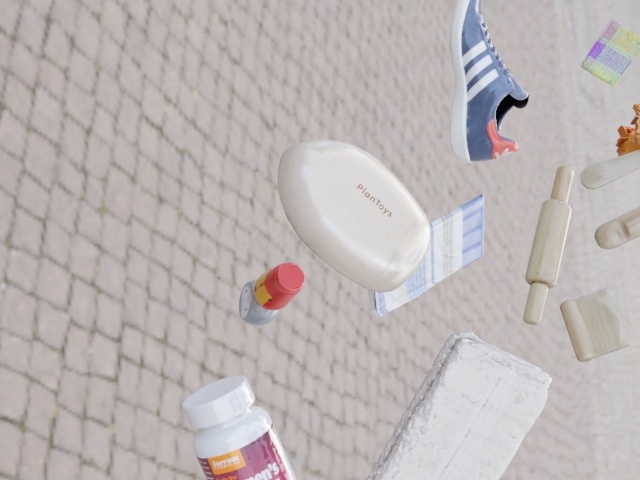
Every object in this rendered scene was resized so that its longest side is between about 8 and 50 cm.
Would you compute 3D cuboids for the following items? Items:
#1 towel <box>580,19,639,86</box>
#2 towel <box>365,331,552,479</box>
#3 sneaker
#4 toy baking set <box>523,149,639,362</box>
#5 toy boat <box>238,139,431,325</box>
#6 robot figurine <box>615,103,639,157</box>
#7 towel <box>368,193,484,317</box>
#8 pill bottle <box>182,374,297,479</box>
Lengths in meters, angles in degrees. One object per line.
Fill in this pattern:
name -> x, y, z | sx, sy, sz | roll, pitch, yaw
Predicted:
towel -> 0.413, -0.265, 1.704 | 0.083, 0.060, 0.009 | -56, 163, 2
towel -> 0.199, 0.279, 1.750 | 0.187, 0.282, 0.049 | 27, 8, -24
sneaker -> 0.338, -0.327, 2.386 | 0.131, 0.148, 0.350 | 14, 76, -73
toy baking set -> 0.297, -0.002, 1.135 | 0.030, 0.196, 0.256 | 55, 43, -62
toy boat -> 0.000, 0.000, 1.791 | 0.267, 0.148, 0.318 | 47, 56, -2
robot figurine -> 0.660, -0.173, 2.041 | 0.211, 0.291, 0.085 | 94, -4, -74
towel -> 0.217, 0.032, 2.489 | 0.034, 0.285, 0.209 | 50, -19, 34
pill bottle -> -0.112, 0.316, 1.748 | 0.221, 0.121, 0.121 | 68, 25, -10
